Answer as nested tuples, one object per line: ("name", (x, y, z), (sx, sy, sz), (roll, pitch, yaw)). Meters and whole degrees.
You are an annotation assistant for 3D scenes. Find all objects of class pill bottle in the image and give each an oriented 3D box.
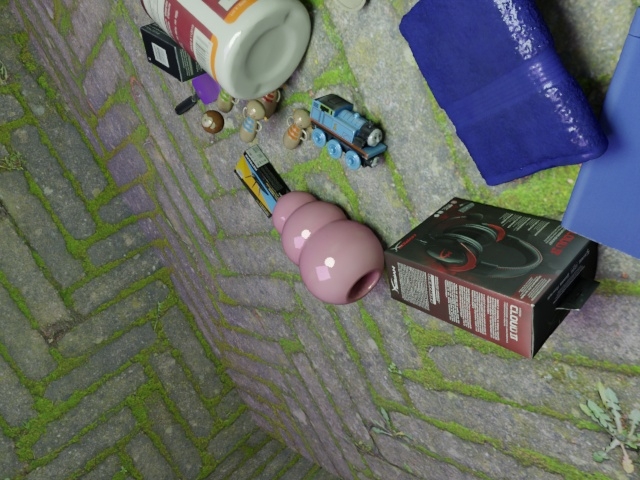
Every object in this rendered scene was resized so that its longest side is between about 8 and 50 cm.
("pill bottle", (-0.226, -0.491, 0.979), (0.392, 0.224, 0.224), (46, 148, 15))

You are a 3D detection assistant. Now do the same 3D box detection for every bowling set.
("bowling set", (-0.166, -0.315, 1.104), (0.287, 0.200, 0.154), (48, 147, 4))

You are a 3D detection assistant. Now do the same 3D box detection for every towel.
("towel", (0.253, -0.234, 0.685), (0.308, 0.076, 0.228), (57, 163, -8))

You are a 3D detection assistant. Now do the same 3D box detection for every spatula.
("spatula", (-0.377, -0.426, 1.437), (0.296, 0.030, 0.084), (-7, 116, 56))

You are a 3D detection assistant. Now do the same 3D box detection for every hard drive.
("hard drive", (0.450, -0.106, 0.596), (0.210, 0.040, 0.318), (31, 142, 34))

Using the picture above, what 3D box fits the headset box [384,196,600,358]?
("headset box", (0.290, 0.048, 0.793), (0.293, 0.218, 0.110), (22, 136, 44))

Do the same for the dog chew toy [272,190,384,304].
("dog chew toy", (0.000, 0.000, 1.176), (0.332, 0.207, 0.206), (46, 149, 29))

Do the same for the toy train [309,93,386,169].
("toy train", (0.054, -0.224, 0.996), (0.184, 0.080, 0.105), (39, 140, 26))

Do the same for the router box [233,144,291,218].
("router box", (-0.166, -0.166, 1.381), (0.179, 0.046, 0.133), (54, 149, 2))

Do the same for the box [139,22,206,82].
("box", (-0.329, -0.484, 1.189), (0.156, 0.158, 0.093), (36, 145, 29))

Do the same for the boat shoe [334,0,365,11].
("boat shoe", (0.016, -0.490, 0.828), (0.206, 0.075, 0.065), (55, -167, -11))
